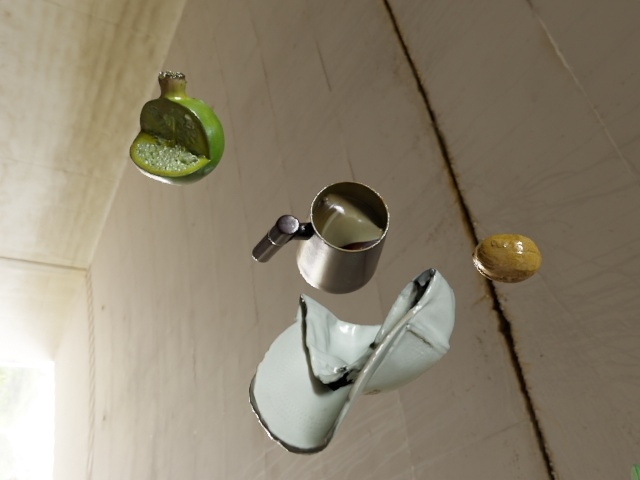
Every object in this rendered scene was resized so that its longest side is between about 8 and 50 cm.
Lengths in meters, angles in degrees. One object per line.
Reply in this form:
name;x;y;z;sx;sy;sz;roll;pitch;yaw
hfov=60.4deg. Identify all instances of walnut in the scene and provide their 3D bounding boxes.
walnut;0.332;0.026;0.971;0.052;0.121;0.091;68;25;-70

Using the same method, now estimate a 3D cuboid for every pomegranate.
pomegranate;-0.216;-0.171;0.859;0.143;0.122;0.169;9;-84;28

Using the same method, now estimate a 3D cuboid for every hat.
hat;0.057;0.177;0.762;0.257;0.168;0.301;-17;-155;43

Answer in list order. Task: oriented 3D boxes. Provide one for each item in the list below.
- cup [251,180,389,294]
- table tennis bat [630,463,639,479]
cup;0.012;0.012;1.011;0.166;0.239;0.177;54;-19;16
table tennis bat;0.503;0.479;0.839;0.039;0.160;0.257;-6;-108;24
